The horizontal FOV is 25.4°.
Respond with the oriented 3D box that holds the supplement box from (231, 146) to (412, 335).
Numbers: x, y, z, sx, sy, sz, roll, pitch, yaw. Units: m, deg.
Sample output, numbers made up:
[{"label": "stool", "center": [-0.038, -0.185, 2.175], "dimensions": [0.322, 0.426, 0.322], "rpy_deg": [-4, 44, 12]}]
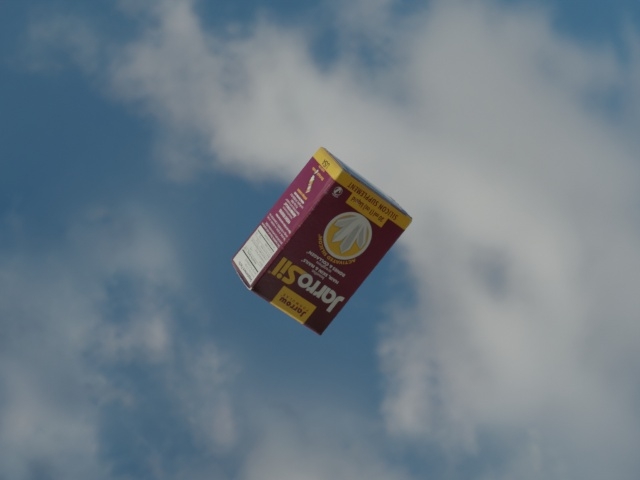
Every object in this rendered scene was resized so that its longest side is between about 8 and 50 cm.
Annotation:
[{"label": "supplement box", "center": [0.000, 0.000, 0.777], "dimensions": [0.055, 0.083, 0.043], "rpy_deg": [34, -172, -27]}]
